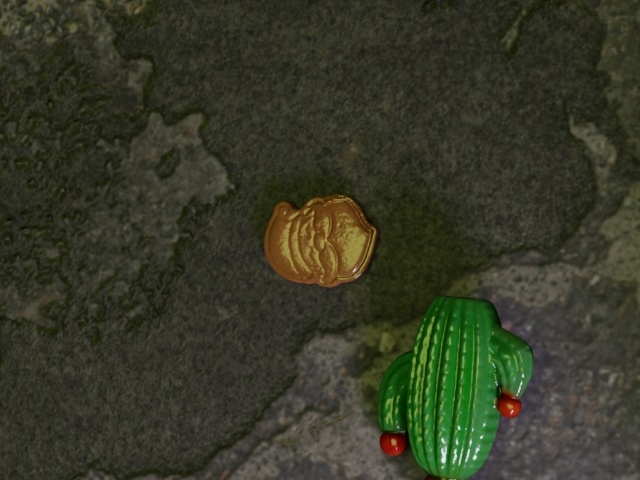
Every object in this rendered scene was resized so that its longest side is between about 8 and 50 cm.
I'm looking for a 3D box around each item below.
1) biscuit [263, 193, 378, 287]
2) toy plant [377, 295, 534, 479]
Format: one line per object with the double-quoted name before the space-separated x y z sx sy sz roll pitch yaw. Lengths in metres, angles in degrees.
"biscuit" 0.000 0.000 1.633 0.130 0.019 0.102 0 85 20
"toy plant" 0.125 0.172 1.535 0.154 0.088 0.240 35 108 32
